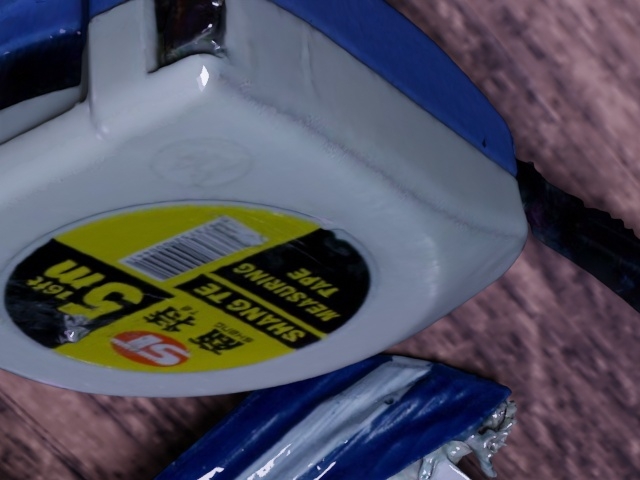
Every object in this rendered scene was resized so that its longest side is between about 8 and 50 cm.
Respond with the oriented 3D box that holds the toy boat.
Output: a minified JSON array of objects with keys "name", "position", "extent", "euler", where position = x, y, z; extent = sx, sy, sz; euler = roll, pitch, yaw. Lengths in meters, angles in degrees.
[{"name":"toy boat","position":[0.046,0.191,0.688],"extent":[0.220,0.067,0.291],"euler":[-41,85,-1]}]

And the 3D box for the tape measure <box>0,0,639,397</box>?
[{"name":"tape measure","position":[0.000,0.000,0.620],"extent":[0.215,0.097,0.351],"euler":[-23,146,30]}]
